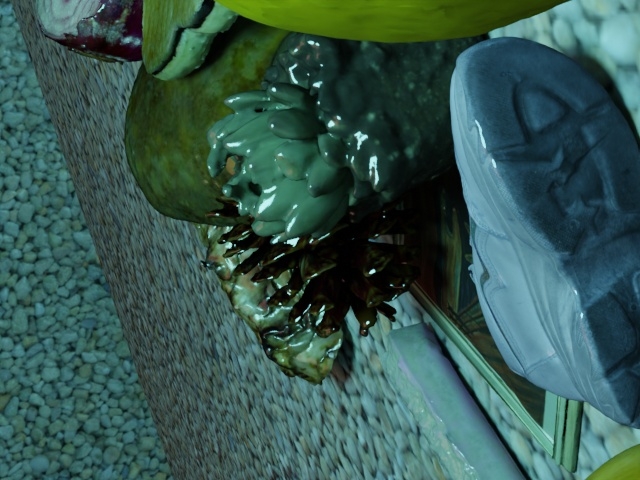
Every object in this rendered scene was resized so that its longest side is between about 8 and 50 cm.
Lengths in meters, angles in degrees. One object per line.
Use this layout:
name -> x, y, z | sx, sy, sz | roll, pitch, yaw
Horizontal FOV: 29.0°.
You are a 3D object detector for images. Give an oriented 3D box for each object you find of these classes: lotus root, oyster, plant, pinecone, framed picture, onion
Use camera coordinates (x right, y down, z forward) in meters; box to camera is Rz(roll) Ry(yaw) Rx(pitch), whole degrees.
lotus root -> -0.109, -0.136, 1.187 | 0.314, 0.210, 0.142 | 15, 149, 54
oyster -> -0.095, 0.018, 1.446 | 0.396, 0.111, 0.204 | 57, 162, 22
plant -> 0.021, -0.082, 0.841 | 0.129, 0.194, 0.132 | 64, 163, 2
pinecone -> 0.008, 0.000, 0.992 | 0.165, 0.163, 0.163 | 57, 164, -9
framed picture -> 0.120, 0.024, 0.963 | 0.273, 0.016, 0.216 | 50, 155, 45
onion -> -0.227, -0.313, 1.430 | 0.195, 0.140, 0.218 | 22, 96, 58

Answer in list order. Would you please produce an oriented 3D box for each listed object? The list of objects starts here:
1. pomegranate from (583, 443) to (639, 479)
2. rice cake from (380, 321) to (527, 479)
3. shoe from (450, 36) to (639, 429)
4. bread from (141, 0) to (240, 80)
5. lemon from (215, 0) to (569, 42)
pomegranate -> 0.210, 0.234, 0.512 | 0.332, 0.332, 0.332 | 55, 158, 36
rice cake -> 0.133, 0.181, 1.040 | 0.270, 0.055, 0.049 | 58, 149, 32
shoe -> 0.131, -0.004, 0.755 | 0.137, 0.095, 0.245 | -7, 110, 63
bread -> -0.092, -0.280, 1.048 | 0.207, 0.056, 0.286 | 7, 91, 62
lemon -> 0.026, -0.234, 0.451 | 0.348, 0.348, 0.348 | 55, 158, 36
